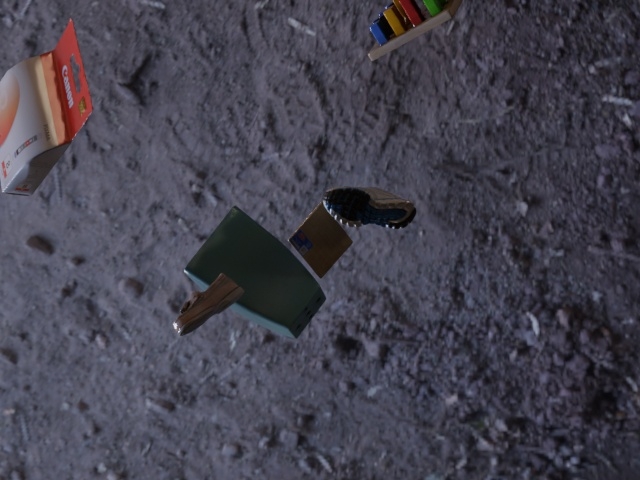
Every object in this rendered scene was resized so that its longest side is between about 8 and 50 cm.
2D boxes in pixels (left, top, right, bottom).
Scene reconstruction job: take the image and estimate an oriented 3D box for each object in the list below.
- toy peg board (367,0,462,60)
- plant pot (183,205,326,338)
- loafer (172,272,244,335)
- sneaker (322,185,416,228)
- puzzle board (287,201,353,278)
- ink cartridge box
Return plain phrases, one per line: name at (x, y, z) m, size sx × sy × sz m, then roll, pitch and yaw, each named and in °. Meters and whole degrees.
toy peg board at (0.151, -0.398, 1.431) m, size 0.160 × 0.161 × 0.079 m, roll -23°, pitch 111°, yaw 31°
plant pot at (-0.115, 0.082, 1.694) m, size 0.234 × 0.165 × 0.166 m, roll 35°, pitch 170°, yaw 16°
loafer at (-0.138, 0.074, 0.998) m, size 0.039 × 0.125 × 0.045 m, roll 49°, pitch 121°, yaw 6°
sneaker at (0.076, -0.067, 1.530) m, size 0.190 × 0.083 × 0.071 m, roll 10°, pitch 113°, yaw -35°
puzzle board at (0.000, 0.000, 1.592) m, size 0.096 × 0.011 × 0.128 m, roll -48°, pitch 132°, yaw -10°
ink cartridge box at (-0.341, -0.160, 1.016) m, size 0.045 × 0.145 × 0.179 m, roll 4°, pitch 146°, yaw -40°
